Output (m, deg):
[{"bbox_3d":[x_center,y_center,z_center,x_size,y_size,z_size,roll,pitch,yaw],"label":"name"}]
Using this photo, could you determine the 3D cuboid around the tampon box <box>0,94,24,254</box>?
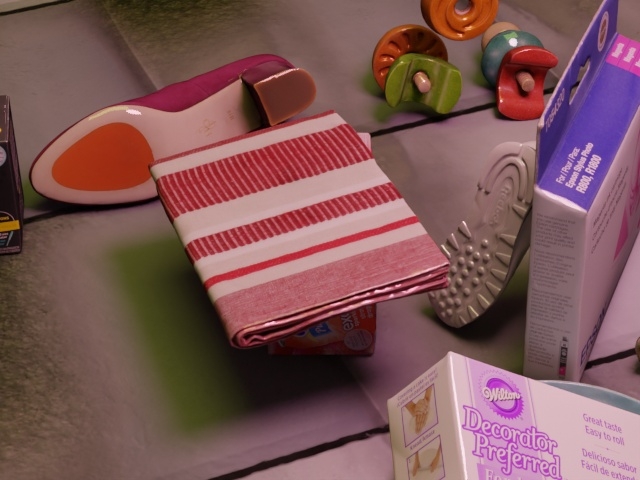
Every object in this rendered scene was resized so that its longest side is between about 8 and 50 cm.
[{"bbox_3d":[-0.413,-0.073,1.969,0.120,0.161,0.101,-5,38,-5],"label":"tampon box"}]

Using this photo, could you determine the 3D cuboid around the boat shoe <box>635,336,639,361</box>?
[{"bbox_3d":[0.370,0.111,1.788,0.073,0.080,0.224,3,42,-4],"label":"boat shoe"}]

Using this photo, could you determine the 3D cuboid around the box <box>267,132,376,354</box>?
[{"bbox_3d":[0.000,0.000,1.897,0.122,0.128,0.257,0,38,0],"label":"box"}]

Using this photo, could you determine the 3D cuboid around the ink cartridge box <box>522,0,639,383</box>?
[{"bbox_3d":[0.296,-0.062,1.810,0.071,0.330,0.324,14,40,18],"label":"ink cartridge box"}]

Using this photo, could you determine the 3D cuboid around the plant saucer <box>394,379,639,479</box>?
[{"bbox_3d":[0.230,0.255,1.631,0.317,0.044,0.318,-1,38,1],"label":"plant saucer"}]

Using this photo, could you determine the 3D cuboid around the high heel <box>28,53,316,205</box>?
[{"bbox_3d":[-0.193,-0.136,2.132,0.377,0.127,0.181,-17,12,-15],"label":"high heel"}]

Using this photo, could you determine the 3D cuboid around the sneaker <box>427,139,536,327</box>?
[{"bbox_3d":[0.199,-0.004,1.839,0.090,0.235,0.095,40,28,23],"label":"sneaker"}]

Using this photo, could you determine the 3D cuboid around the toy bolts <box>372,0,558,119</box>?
[{"bbox_3d":[0.195,-0.271,2.213,0.228,0.218,0.158,10,28,-17],"label":"toy bolts"}]

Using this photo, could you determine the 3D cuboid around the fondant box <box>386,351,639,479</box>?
[{"bbox_3d":[0.190,0.278,1.408,0.238,0.096,0.330,20,45,-28],"label":"fondant box"}]

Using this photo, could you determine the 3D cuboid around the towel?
[{"bbox_3d":[-0.031,-0.019,1.791,0.237,0.037,0.329,-16,38,-13],"label":"towel"}]
